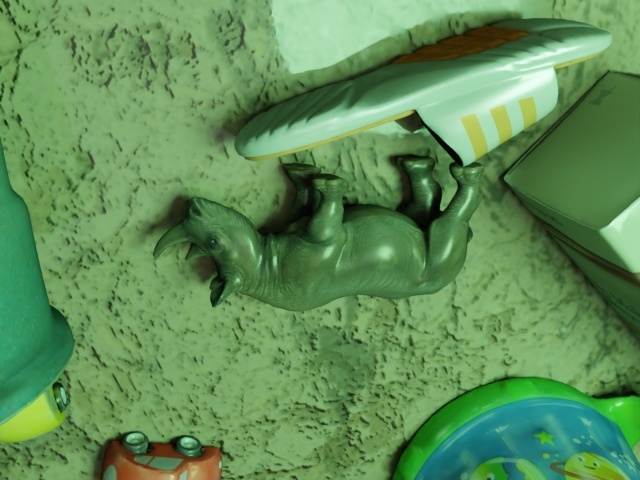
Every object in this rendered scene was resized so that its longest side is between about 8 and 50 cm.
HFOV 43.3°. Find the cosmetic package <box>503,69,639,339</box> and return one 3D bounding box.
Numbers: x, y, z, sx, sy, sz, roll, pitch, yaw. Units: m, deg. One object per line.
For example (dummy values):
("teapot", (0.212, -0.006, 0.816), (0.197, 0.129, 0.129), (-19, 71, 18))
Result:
("cosmetic package", (0.301, 0.023, 0.635), (0.129, 0.153, 0.296), (-44, 112, 3))

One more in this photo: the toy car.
("toy car", (-0.222, 0.201, 0.621), (0.225, 0.053, 0.239), (-46, 113, 5))

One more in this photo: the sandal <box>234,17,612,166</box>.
("sandal", (0.073, -0.088, 0.572), (0.265, 0.102, 0.076), (-18, 114, 2))

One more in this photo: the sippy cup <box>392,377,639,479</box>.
("sippy cup", (0.197, 0.266, 0.657), (0.240, 0.224, 0.306), (18, 104, -20))

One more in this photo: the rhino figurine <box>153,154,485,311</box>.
("rhino figurine", (0.000, 0.000, 0.594), (0.243, 0.073, 0.106), (-5, 108, -10))

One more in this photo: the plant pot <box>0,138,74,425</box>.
("plant pot", (-0.302, -0.086, 0.367), (0.340, 0.341, 0.334), (-4, 102, -13))
